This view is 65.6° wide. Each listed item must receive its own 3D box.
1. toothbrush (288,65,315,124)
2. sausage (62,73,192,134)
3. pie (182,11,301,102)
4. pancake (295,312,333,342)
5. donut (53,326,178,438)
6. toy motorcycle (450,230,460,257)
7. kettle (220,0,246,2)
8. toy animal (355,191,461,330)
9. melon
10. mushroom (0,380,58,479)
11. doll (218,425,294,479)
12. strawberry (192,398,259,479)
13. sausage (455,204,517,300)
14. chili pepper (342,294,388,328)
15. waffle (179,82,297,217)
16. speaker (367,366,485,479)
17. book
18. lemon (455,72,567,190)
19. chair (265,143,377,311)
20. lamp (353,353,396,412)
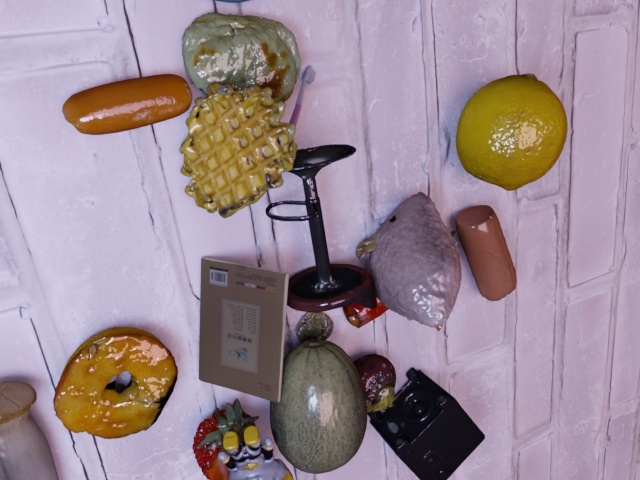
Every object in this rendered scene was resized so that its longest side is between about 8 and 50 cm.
[{"bbox_3d":[-0.051,-0.273,1.065,0.025,0.020,0.286,38,53,-35],"label":"toothbrush"},{"bbox_3d":[-0.367,-0.261,0.957,0.238,0.098,0.098,-19,111,-22],"label":"sausage"},{"bbox_3d":[-0.158,-0.363,1.032,0.248,0.090,0.201,-5,109,-21],"label":"pie"},{"bbox_3d":[-0.016,0.231,1.303,0.108,0.017,0.108,-6,103,-25],"label":"pancake"},{"bbox_3d":[-0.435,0.304,1.067,0.254,0.118,0.253,-7,105,-26],"label":"donut"},{"bbox_3d":[0.306,0.042,1.382,0.190,0.074,0.106,-19,103,-20],"label":"toy motorcycle"},{"bbox_3d":[-0.181,-0.606,0.898,0.342,0.247,0.319,-2,137,-33],"label":"kettle"},{"bbox_3d":[0.228,0.066,1.226,0.226,0.358,0.188,-33,133,30],"label":"toy animal"},{"bbox_3d":[-0.005,0.407,1.226,0.249,0.248,0.329,-7,104,-24],"label":"melon"},{"bbox_3d":[-0.625,0.477,1.016,0.154,0.137,0.407,3,109,-13],"label":"mushroom"},{"bbox_3d":[-0.153,0.546,1.190,0.145,0.103,0.316,-29,133,-23],"label":"doll"},{"bbox_3d":[-0.232,0.506,1.237,0.174,0.098,0.228,-35,138,-29],"label":"strawberry"},{"bbox_3d":[0.484,0.044,1.435,0.121,0.121,0.304,-35,118,-13],"label":"sausage"},{"bbox_3d":[0.151,0.153,1.327,0.192,0.084,0.086,-32,148,-12],"label":"chili pepper"},{"bbox_3d":[-0.172,-0.174,0.984,0.060,0.262,0.280,-17,127,-60],"label":"waffle"},{"bbox_3d":[0.311,0.549,1.455,0.232,0.184,0.254,-43,119,-9],"label":"speaker"},{"bbox_3d":[-0.181,0.203,1.132,0.021,0.217,0.310,-29,125,-66],"label":"book"},{"bbox_3d":[0.481,-0.271,1.266,0.293,0.293,0.293,-7,107,-24],"label":"lemon"},{"bbox_3d":[0.000,0.000,1.132,0.227,0.226,0.401,-19,112,-20],"label":"chair"},{"bbox_3d":[0.144,0.393,1.357,0.156,0.135,0.157,-43,117,-12],"label":"lamp"}]
